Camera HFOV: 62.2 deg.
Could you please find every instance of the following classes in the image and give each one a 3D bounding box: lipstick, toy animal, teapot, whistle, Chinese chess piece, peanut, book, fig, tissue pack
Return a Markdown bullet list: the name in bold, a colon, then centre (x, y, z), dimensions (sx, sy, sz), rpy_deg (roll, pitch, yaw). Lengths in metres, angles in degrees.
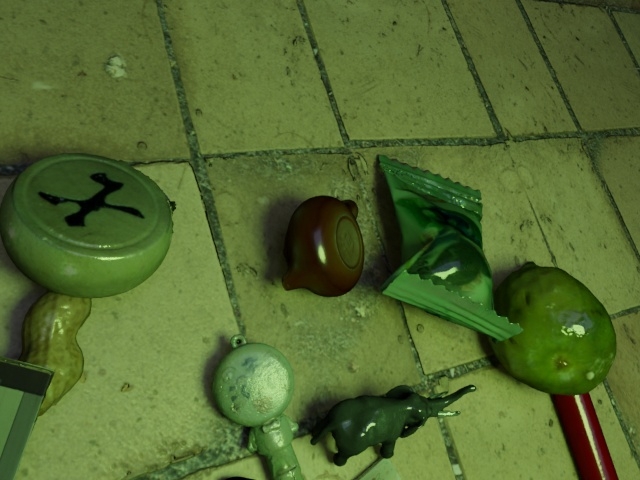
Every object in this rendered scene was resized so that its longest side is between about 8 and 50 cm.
- **lipstick**: centre (0.533, 0.382, 1.079), dimensions (0.073, 0.073, 0.279), rpy_deg (-5, 72, -28)
- **toy animal**: centre (0.112, 0.293, 0.858), dimensions (0.270, 0.137, 0.082), rpy_deg (-7, 53, -20)
- **teapot**: centre (0.000, 0.000, 0.948), dimensions (0.178, 0.135, 0.252), rpy_deg (68, 30, -28)
- **whistle**: centre (-0.086, 0.267, 0.819), dimensions (0.126, 0.067, 0.257), rpy_deg (-20, 83, -19)
- **Chinese chess piece**: centre (-0.329, -0.028, 0.766), dimensions (0.238, 0.092, 0.237), rpy_deg (19, 40, -17)
- **peanut**: centre (-0.362, 0.141, 0.721), dimensions (0.089, 0.089, 0.192), rpy_deg (12, 65, -22)
- **book**: centre (-0.433, 0.246, 0.625), dimensions (0.158, 0.026, 0.231), rpy_deg (19, 82, -11)
- **fig**: centre (0.433, 0.162, 1.075), dimensions (0.233, 0.314, 0.233), rpy_deg (-4, 108, -13)
- **tissue pack**: centre (0.082, 0.407, 0.866), dimensions (0.108, 0.023, 0.056), rpy_deg (-28, 82, -34)

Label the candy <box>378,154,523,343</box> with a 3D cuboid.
- **candy**: centre (0.234, -0.008, 1.044), dimensions (0.263, 0.172, 0.397), rpy_deg (24, 47, -21)

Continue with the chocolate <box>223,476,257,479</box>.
- **chocolate**: centre (-0.093, 0.406, 0.756), dimensions (0.072, 0.070, 0.147), rpy_deg (-24, 86, -37)
